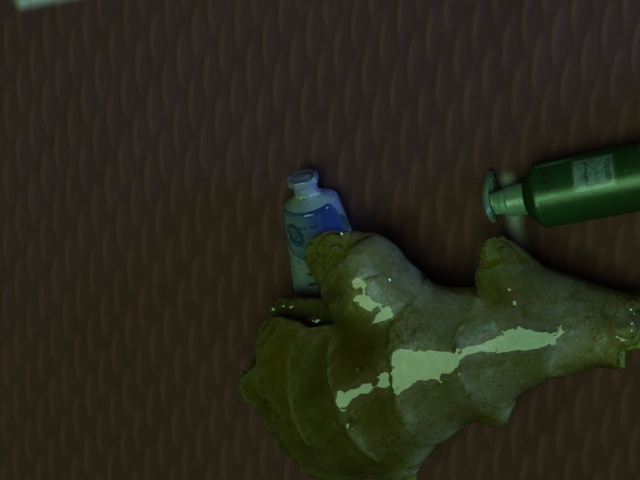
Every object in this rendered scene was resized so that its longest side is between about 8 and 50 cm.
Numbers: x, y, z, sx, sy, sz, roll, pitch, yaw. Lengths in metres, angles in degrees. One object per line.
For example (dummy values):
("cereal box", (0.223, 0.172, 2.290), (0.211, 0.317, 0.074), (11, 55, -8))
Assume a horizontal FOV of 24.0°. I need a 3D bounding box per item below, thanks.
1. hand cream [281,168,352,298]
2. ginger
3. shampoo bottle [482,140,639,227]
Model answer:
("hand cream", (0.000, 0.000, 1.422), (0.084, 0.053, 0.142), (-6, 117, 19))
("ginger", (0.101, 0.082, 1.395), (0.375, 0.166, 0.236), (-29, 77, 6))
("shampoo bottle", (0.241, -0.051, 1.318), (0.204, 0.065, 0.065), (-11, 105, 21))
